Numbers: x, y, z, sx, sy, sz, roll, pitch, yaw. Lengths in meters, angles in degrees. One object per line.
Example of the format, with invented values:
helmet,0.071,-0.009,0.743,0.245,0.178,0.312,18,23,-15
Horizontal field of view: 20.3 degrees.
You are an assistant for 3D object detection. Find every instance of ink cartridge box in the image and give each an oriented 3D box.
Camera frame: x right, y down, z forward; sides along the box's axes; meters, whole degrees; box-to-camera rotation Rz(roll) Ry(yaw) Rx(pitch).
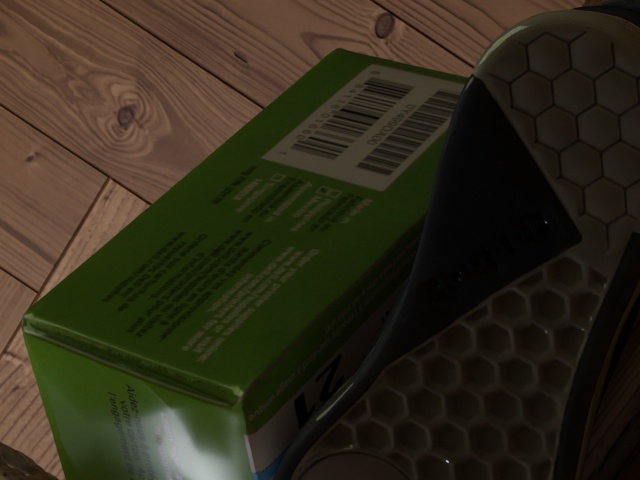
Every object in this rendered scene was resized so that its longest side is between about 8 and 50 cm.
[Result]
ink cartridge box,0.010,0.086,0.669,0.189,0.097,0.255,-44,-43,-38

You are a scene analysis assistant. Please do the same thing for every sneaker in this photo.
sneaker,0.066,0.027,0.557,0.226,0.086,0.163,-66,-13,22

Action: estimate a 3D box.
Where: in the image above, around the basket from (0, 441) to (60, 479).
basket,-0.314,0.370,1.636,0.331,0.266,0.328,-57,-29,-10
